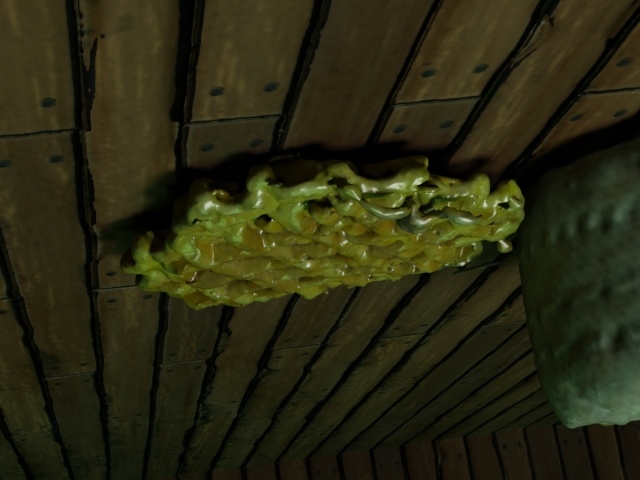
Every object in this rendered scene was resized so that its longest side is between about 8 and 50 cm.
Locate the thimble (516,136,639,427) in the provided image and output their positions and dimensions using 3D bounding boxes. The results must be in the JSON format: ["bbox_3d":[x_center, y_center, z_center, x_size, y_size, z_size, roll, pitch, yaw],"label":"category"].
[{"bbox_3d":[0.303,0.027,0.933,0.292,0.195,0.291,-9,168,-2],"label":"thimble"}]

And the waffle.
[{"bbox_3d":[0.000,-0.003,0.907,0.281,0.060,0.262,-1,165,-20],"label":"waffle"}]
